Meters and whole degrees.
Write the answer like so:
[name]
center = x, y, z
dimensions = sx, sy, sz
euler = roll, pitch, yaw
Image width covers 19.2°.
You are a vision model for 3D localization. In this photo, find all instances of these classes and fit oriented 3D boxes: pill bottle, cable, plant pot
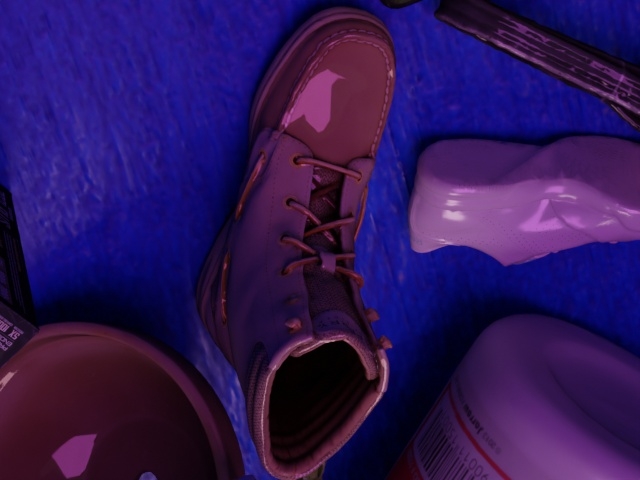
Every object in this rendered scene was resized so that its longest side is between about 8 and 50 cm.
[pill bottle]
center = 0.116, 0.275, 1.387
dimensions = 0.229, 0.229, 0.407
euler = 21, 113, -24
[cable]
center = 0.206, -0.082, 1.255
dimensions = 0.287, 0.139, 0.072
euler = 18, 105, -22
[plant pot]
center = -0.143, 0.173, 1.302
dimensions = 0.237, 0.237, 0.110
euler = -49, 159, 15

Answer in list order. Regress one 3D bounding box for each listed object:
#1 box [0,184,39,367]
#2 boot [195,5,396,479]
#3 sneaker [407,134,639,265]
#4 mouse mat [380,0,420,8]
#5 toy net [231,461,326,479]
[box]
center = -0.259, -0.005, 1.157
dimensions = 0.077, 0.180, 0.147
euler = -43, 121, 11
[boot]
center = 0.000, 0.000, 1.210
dimensions = 0.095, 0.203, 0.262
euler = 15, 114, -21
[sneaker]
center = 0.164, -0.018, 1.328
dimensions = 0.212, 0.080, 0.094
euler = 5, 130, -9
[mouse mat]
center = 0.107, -0.243, 1.213
dimensions = 0.190, 0.007, 0.152
euler = -22, 122, -2
[toy net]
center = -0.022, 0.181, 1.233
dimensions = 0.045, 0.232, 0.122
euler = 8, 83, 17
